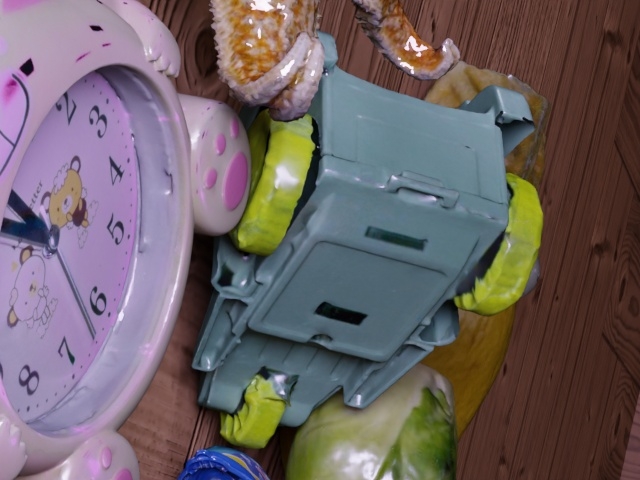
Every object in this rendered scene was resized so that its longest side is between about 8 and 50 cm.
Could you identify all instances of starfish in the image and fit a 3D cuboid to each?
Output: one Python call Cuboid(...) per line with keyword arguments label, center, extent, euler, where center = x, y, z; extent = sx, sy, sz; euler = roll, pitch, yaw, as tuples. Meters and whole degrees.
Cuboid(label="starfish", center=(-0.013, -0.216, 0.979), extent=(0.312, 0.113, 0.303), euler=(49, 56, -14))

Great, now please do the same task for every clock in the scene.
Cuboid(label="clock", center=(-0.157, -0.005, 0.857), extent=(0.309, 0.114, 0.284), euler=(59, 47, -59))

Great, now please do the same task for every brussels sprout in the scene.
Cuboid(label="brussels sprout", center=(0.044, 0.180, 1.258), extent=(0.145, 0.131, 0.183), euler=(12, 84, -65))

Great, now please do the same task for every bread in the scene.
Cuboid(label="bread", center=(0.127, -0.024, 1.571), extent=(0.152, 0.130, 0.267), euler=(36, 61, -27))

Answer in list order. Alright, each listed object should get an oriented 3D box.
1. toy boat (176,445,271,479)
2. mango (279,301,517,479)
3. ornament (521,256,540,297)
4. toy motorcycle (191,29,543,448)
Cuboid(label="toy boat", center=(-0.068, 0.222, 1.227), extent=(0.110, 0.091, 0.175), euler=(-81, 163, -48))
Cuboid(label="mango", center=(0.057, 0.112, 1.409), extent=(0.195, 0.142, 0.331), euler=(19, 96, -39))
Cuboid(label="ornament", center=(0.201, 0.010, 1.862), extent=(0.156, 0.081, 0.074), euler=(67, 2, -54))
Cuboid(label="toy motorcycle", center=(0.000, 0.000, 1.162), extent=(0.326, 0.191, 0.199), euler=(127, -28, -48))
